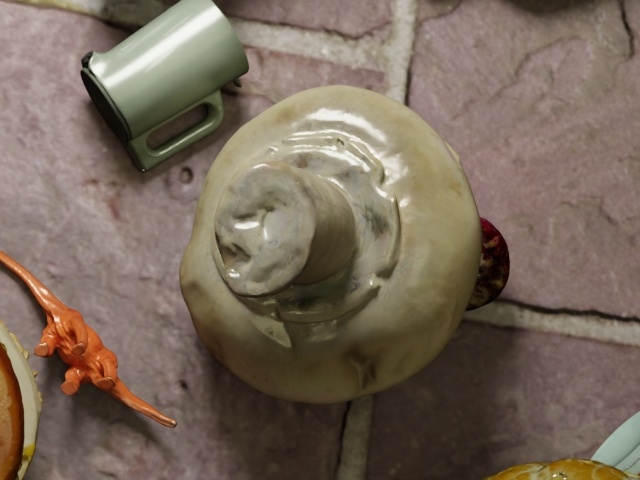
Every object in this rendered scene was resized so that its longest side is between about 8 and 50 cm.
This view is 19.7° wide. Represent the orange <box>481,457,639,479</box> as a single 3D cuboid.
[{"bbox_3d":[0.241,0.370,1.780,0.329,0.249,0.329,3,108,10],"label":"orange"}]

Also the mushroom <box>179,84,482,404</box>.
[{"bbox_3d":[0.000,0.000,1.743,0.314,0.336,0.314,-1,86,11],"label":"mushroom"}]

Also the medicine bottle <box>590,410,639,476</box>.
[{"bbox_3d":[0.389,0.285,1.908,0.225,0.139,0.139,45,76,-5],"label":"medicine bottle"}]

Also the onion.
[{"bbox_3d":[0.144,0.021,1.909,0.107,0.097,0.107,2,100,12],"label":"onion"}]

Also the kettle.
[{"bbox_3d":[-0.156,-0.165,1.865,0.148,0.127,0.098,-35,60,-13],"label":"kettle"}]

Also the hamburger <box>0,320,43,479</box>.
[{"bbox_3d":[-0.390,0.170,1.689,0.291,0.225,0.291,1,85,-6],"label":"hamburger"}]

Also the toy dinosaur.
[{"bbox_3d":[-0.252,0.094,1.811,0.055,0.101,0.279,-39,103,9],"label":"toy dinosaur"}]
